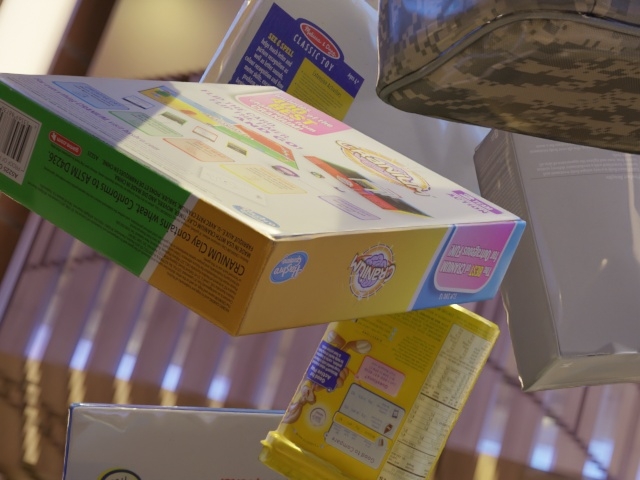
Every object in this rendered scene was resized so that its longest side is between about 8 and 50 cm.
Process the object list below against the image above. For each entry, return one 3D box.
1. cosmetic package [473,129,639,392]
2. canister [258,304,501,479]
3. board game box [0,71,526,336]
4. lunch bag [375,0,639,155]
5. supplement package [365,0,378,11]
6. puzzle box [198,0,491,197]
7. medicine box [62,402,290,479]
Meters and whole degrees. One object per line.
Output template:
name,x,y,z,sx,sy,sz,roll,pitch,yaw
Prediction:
cosmetic package,0.224,0.006,1.532,0.127,0.238,0.107,-1,-20,-15
canister,0.046,0.115,1.302,0.126,0.170,0.073,26,0,25
board game box,-0.041,-0.031,1.150,0.242,0.064,0.316,30,18,29
lunch bag,0.191,-0.192,0.980,0.305,0.256,0.212,7,-12,-23
supplement package,0.202,-0.314,1.901,0.198,0.263,0.199,43,-58,20
puzzle box,0.052,-0.146,2.100,0.409,0.272,0.052,38,-22,-27
medicine box,-0.100,0.260,1.737,0.264,0.149,0.289,2,-16,4
